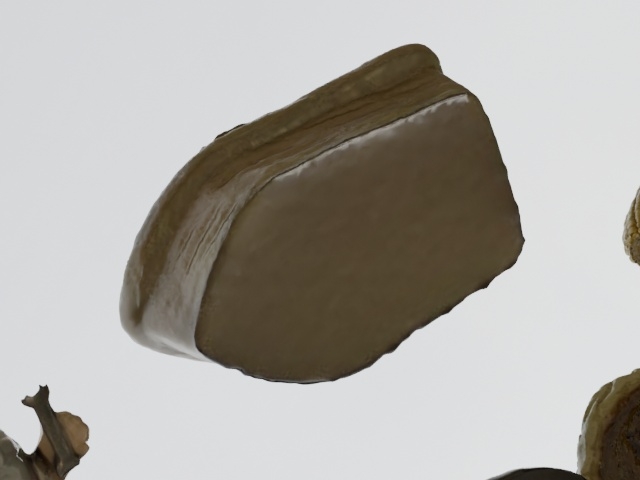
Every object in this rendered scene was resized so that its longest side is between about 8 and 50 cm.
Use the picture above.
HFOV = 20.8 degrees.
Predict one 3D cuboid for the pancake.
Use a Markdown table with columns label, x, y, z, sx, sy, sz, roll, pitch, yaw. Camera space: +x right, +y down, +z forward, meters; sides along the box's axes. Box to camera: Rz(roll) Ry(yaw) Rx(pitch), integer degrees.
| label | x | y | z | sx | sy | sz | roll | pitch | yaw |
| --- | --- | --- | --- | --- | --- | --- | --- | --- | --- |
| pancake | 0.210 | 0.141 | 0.985 | 0.158 | 0.028 | 0.158 | 6 | -105 | -23 |

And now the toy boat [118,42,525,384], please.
| label | x | y | z | sx | sy | sz | roll | pitch | yaw |
| --- | --- | --- | --- | --- | --- | --- | --- | --- | --- |
| toy boat | 0.000 | 0.000 | 0.785 | 0.188 | 0.116 | 0.061 | -31 | -149 | -17 |

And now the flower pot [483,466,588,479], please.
| label | x | y | z | sx | sy | sz | roll | pitch | yaw |
| --- | --- | --- | --- | --- | --- | --- | --- | --- | --- |
| flower pot | 0.034 | 0.228 | 0.903 | 0.166 | 0.269 | 0.269 | 13 | -156 | 42 |

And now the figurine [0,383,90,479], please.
| label | x | y | z | sx | sy | sz | roll | pitch | yaw |
| --- | --- | --- | --- | --- | --- | --- | --- | --- | --- |
| figurine | -0.105 | 0.158 | 0.697 | 0.229 | 0.112 | 0.137 | 49 | -127 | 5 |

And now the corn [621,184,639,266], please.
| label | x | y | z | sx | sy | sz | roll | pitch | yaw |
| --- | --- | --- | --- | --- | --- | --- | --- | --- | --- |
| corn | 0.195 | -0.017 | 0.996 | 0.037 | 0.037 | 0.092 | 37 | -140 | -2 |
